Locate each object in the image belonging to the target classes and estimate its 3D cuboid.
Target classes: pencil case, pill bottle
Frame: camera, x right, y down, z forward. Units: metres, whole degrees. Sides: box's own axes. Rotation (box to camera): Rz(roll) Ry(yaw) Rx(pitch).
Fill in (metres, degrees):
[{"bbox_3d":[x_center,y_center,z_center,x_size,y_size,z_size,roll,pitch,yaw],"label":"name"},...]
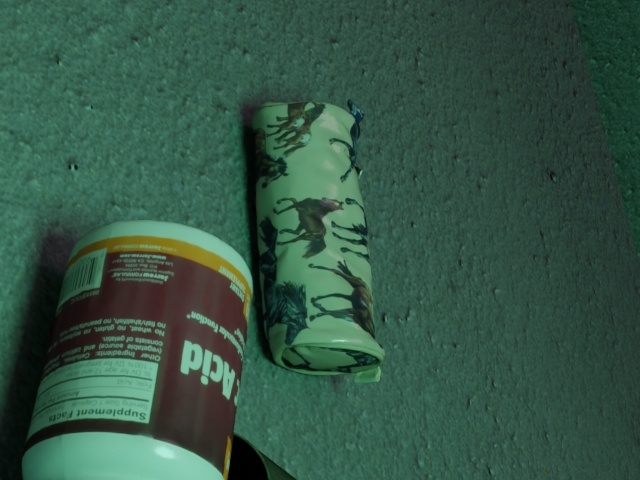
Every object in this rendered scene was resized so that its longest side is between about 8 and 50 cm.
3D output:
[{"bbox_3d":[0.000,0.000,2.008,0.183,0.160,0.410,12,62,-35],"label":"pencil case"},{"bbox_3d":[-0.205,0.193,1.564,0.224,0.224,0.392,37,45,-38],"label":"pill bottle"}]

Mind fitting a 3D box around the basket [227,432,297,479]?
[{"bbox_3d":[-0.088,0.337,1.707,0.227,0.204,0.154,41,60,-50],"label":"basket"}]
